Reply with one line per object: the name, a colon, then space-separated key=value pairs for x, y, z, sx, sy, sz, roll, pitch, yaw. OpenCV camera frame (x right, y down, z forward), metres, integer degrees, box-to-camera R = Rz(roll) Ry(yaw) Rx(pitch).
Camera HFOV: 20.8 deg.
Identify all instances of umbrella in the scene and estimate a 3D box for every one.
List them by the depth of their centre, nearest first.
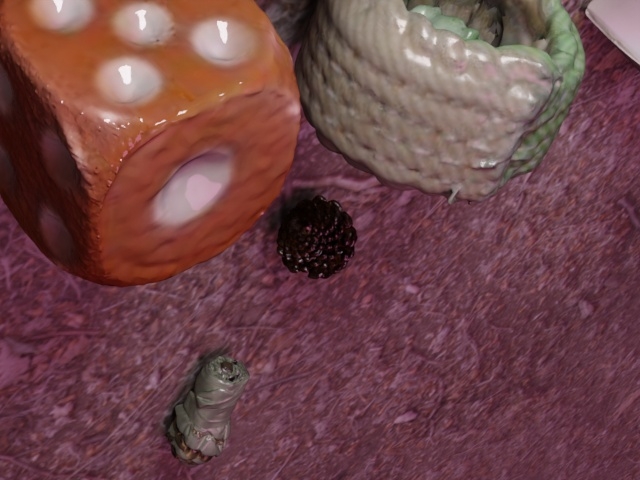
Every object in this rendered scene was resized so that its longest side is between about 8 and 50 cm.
umbrella: x=-0.113 y=0.173 z=1.724 sx=0.067 sy=0.062 sz=0.143 roll=-55 pitch=171 yaw=-50

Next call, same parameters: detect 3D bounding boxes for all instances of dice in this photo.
dice: x=-0.133 y=-0.088 z=1.203 sx=0.175 sy=0.179 sz=0.174 roll=-29 pitch=149 yaw=-29

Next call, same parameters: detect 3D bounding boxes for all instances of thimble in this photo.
thimble: x=0.095 y=-0.141 z=1.352 sx=0.219 sy=0.219 sz=0.150 roll=-18 pitch=146 yaw=-36

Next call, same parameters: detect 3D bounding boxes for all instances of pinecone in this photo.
pinecone: x=0.000 y=0.000 z=1.591 sx=0.077 sy=0.077 sz=0.083 roll=-45 pitch=156 yaw=8

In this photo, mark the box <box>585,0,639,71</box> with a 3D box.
box: x=0.399 y=-0.252 z=1.689 sx=0.251 sy=0.106 sz=0.203 roll=-44 pitch=153 yaw=10
